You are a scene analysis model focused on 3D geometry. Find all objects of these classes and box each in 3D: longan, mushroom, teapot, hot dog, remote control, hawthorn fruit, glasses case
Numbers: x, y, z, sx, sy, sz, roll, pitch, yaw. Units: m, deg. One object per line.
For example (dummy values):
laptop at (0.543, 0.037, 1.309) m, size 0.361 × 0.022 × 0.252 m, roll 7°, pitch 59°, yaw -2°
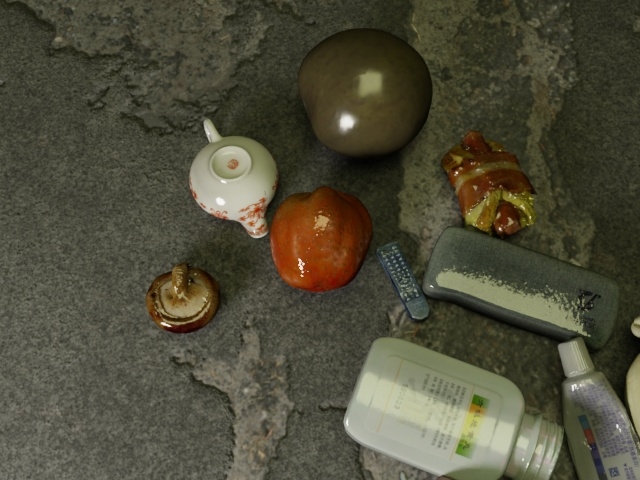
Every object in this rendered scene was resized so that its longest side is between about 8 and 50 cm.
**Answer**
longan at (0.074, -0.262, 1.489) m, size 0.248 × 0.248 × 0.248 m, roll 0°, pitch 69°, yaw 1°
mushroom at (-0.233, 0.102, 1.420) m, size 0.127 × 0.087 × 0.127 m, roll -2°, pitch 65°, yaw 3°
teapot at (-0.161, -0.125, 1.508) m, size 0.159 × 0.116 × 0.245 m, roll -23°, pitch 64°, yaw 4°
hot dog at (0.299, -0.102, 1.480) m, size 0.146 × 0.103 × 0.213 m, roll -19°, pitch 69°, yaw -7°
remote control at (0.146, 0.074, 1.456) m, size 0.043 × 0.027 × 0.152 m, roll -24°, pitch 68°, yaw -1°
hawthorn fruit at (0.000, 0.000, 1.410) m, size 0.189 × 0.189 × 0.189 m, roll 0°, pitch 69°, yaw 1°
glasses case at (0.340, 0.080, 1.423) m, size 0.323 × 0.074 × 0.131 m, roll 19°, pitch 72°, yaw 8°

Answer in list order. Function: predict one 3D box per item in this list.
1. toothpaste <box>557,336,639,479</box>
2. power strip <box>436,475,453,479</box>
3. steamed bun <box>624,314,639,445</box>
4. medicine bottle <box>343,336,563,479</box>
toothpaste at (0.440, 0.293, 1.321) m, size 0.068 × 0.099 × 0.282 m, roll -8°, pitch 76°, yaw -34°
power strip at (0.213, 0.430, 1.249) m, size 0.154 × 0.154 × 0.078 m, roll 38°, pitch 72°, yaw 14°
steamed bun at (0.613, 0.206, 1.298) m, size 0.289 × 0.203 × 0.276 m, roll -17°, pitch 70°, yaw -5°
medicine bottle at (0.210, 0.284, 1.322) m, size 0.324 × 0.124 × 0.179 m, roll 19°, pitch 72°, yaw 10°
